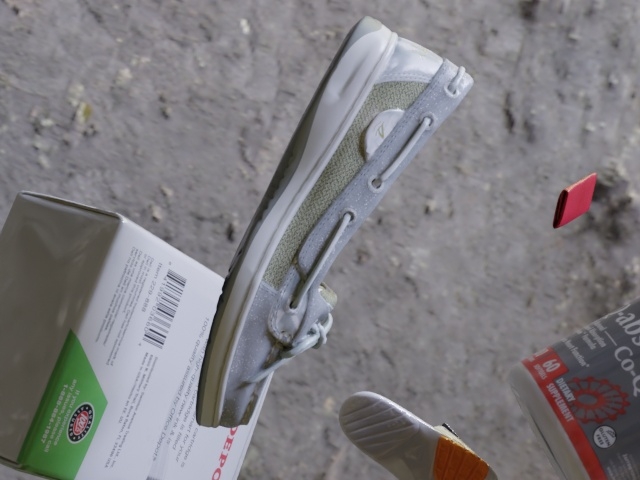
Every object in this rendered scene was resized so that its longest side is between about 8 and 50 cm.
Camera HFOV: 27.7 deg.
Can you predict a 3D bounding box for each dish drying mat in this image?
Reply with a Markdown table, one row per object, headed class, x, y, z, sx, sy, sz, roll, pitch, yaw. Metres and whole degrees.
| class | x | y | z | sx | sy | sz | roll | pitch | yaw |
| --- | --- | --- | --- | --- | --- | --- | --- | --- | --- |
| dish drying mat | 0.191 | -0.031 | 0.975 | 0.083 | 0.008 | 0.032 | -24 | 127 | -62 |

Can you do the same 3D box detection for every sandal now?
| class | x | y | z | sx | sy | sz | roll | pitch | yaw |
| --- | --- | --- | --- | --- | --- | --- | --- | --- | --- |
| sandal | 0.133 | 0.272 | 1.700 | 0.265 | 0.076 | 0.102 | 42 | 103 | -15 |

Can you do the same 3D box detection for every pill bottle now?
| class | x | y | z | sx | sy | sz | roll | pitch | yaw |
| --- | --- | --- | --- | --- | --- | --- | --- | --- | --- |
| pill bottle | 0.439 | 0.169 | 1.629 | 0.363 | 0.210 | 0.210 | -29 | 130 | 1 |

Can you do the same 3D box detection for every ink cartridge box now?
| class | x | y | z | sx | sy | sz | roll | pitch | yaw |
| --- | --- | --- | --- | --- | --- | --- | --- | --- | --- |
| ink cartridge box | -0.171 | 0.112 | 1.124 | 0.289 | 0.121 | 0.211 | 39 | 68 | -56 |

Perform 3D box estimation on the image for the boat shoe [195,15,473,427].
| class | x | y | z | sx | sy | sz | roll | pitch | yaw |
| --- | --- | --- | --- | --- | --- | --- | --- | --- | --- |
| boat shoe | 0.000 | -0.001 | 0.944 | 0.103 | 0.118 | 0.320 | 25 | 88 | -4 |
